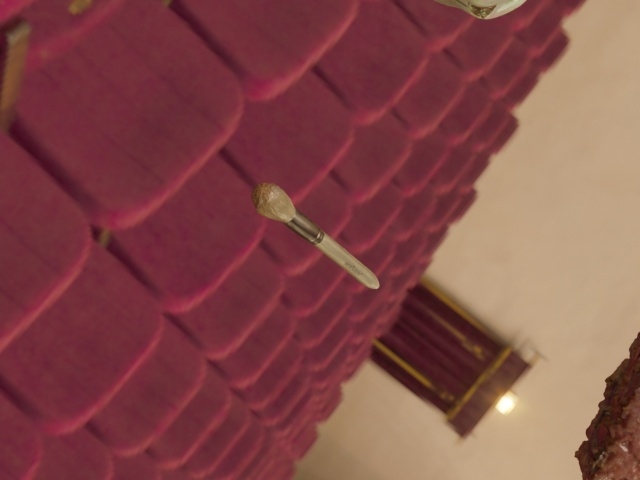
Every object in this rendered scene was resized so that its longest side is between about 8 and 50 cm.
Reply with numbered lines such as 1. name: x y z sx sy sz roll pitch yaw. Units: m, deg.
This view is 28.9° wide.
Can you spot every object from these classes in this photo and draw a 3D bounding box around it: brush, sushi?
1. brush: 0.000 0.000 1.606 0.299 0.042 0.039 39 49 -50
2. sushi: 0.474 0.236 1.700 0.236 0.170 0.270 -46 158 -70

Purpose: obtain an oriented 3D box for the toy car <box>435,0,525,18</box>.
1. toy car: 0.093 -0.273 1.090 0.090 0.224 0.076 -29 150 -30
